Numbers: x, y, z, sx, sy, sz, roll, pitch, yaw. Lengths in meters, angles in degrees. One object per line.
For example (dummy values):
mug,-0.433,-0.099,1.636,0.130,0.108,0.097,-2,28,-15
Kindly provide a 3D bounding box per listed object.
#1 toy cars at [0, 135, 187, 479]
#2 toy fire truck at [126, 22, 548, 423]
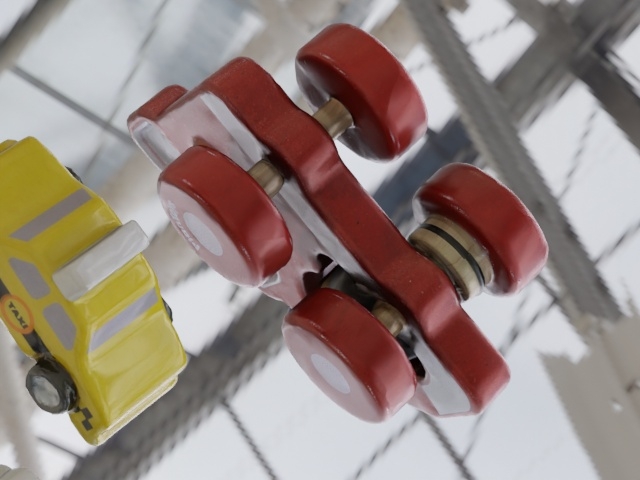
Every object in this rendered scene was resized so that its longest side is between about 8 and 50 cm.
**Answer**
toy cars,-0.143,0.117,1.141,0.087,0.176,0.393,-29,-124,49
toy fire truck,0.000,0.000,1.394,0.169,0.302,0.254,-43,-171,-18
